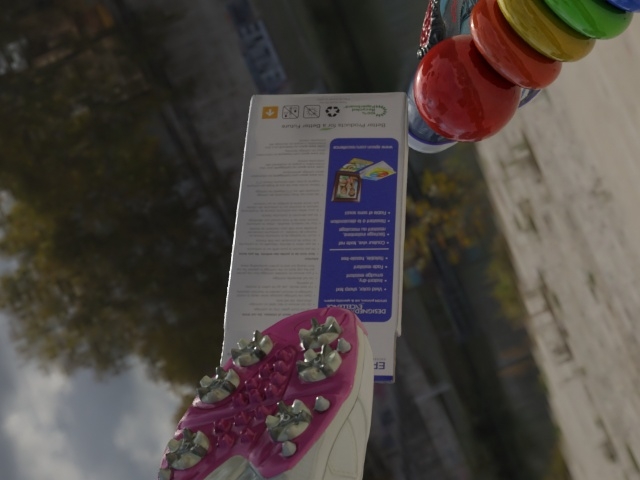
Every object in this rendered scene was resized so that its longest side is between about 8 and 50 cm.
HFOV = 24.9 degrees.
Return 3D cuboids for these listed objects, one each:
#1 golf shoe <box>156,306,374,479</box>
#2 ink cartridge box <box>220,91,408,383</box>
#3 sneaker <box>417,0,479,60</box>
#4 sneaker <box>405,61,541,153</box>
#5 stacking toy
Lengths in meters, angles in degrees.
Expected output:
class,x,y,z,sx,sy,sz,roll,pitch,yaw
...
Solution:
class,x,y,z,sx,sy,sz,roll,pitch,yaw
golf shoe,-0.025,0.173,0.806,0.140,0.115,0.306,58,-143,-33
ink cartridge box,0.000,0.000,1.524,0.069,0.175,0.371,81,-169,-52
sneaker,0.194,-0.247,1.600,0.262,0.125,0.104,-40,-33,-59
sneaker,0.244,-0.257,1.891,0.130,0.323,0.236,47,150,8
stacking toy,0.194,-0.200,1.138,0.141,0.330,0.141,30,-143,-26
